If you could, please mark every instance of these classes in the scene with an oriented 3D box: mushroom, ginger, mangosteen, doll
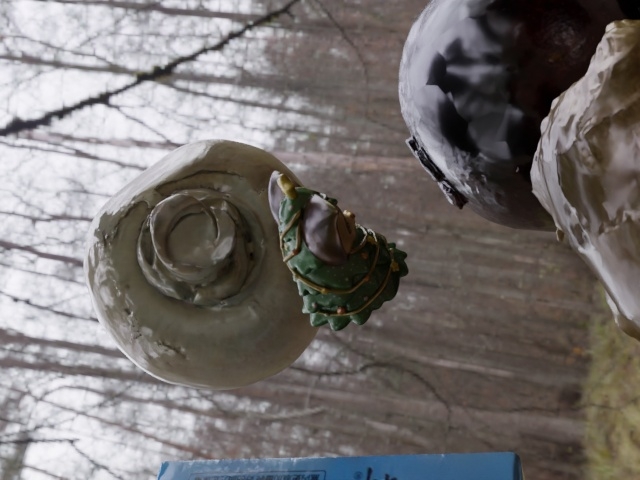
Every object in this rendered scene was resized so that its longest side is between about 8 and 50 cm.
[{"bbox_3d":[-0.107,0.016,0.795,0.202,0.246,0.246,81,-159,-72],"label":"mushroom"},{"bbox_3d":[0.228,-0.005,0.507,0.219,0.123,0.270,84,162,-53],"label":"ginger"},{"bbox_3d":[0.256,-0.175,0.890,0.307,0.347,0.307,52,-171,-12],"label":"mangosteen"},{"bbox_3d":[-0.005,0.010,0.533,0.113,0.078,0.077,34,-89,-40],"label":"doll"}]

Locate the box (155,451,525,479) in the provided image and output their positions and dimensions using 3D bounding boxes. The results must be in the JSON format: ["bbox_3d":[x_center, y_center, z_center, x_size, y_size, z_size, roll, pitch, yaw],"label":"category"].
[{"bbox_3d":[0.018,0.204,0.516,0.083,0.232,0.143,-75,-27,-45],"label":"box"}]
